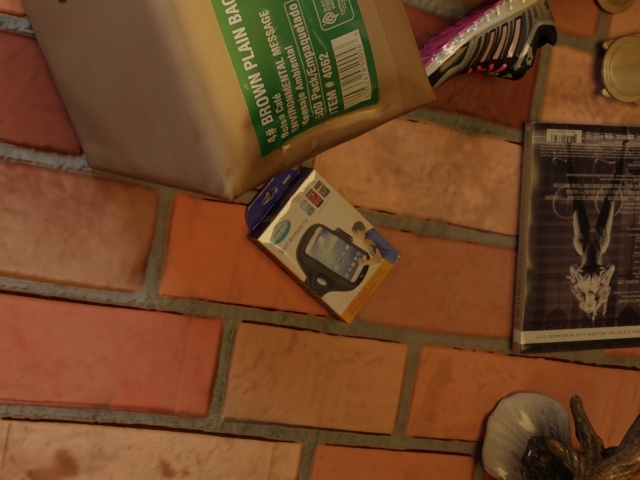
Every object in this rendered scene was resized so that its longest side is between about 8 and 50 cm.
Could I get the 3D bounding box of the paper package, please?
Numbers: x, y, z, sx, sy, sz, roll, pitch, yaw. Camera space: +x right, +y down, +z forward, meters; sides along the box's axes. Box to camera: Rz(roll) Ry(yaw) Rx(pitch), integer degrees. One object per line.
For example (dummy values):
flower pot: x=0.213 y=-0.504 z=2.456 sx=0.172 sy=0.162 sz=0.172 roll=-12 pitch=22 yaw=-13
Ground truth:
paper package: x=-0.106 y=-0.214 z=0.881 sx=0.168 sy=0.309 sz=0.325 roll=-27 pitch=109 yaw=-21

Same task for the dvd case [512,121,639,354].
dvd case: x=0.262 y=-0.002 z=1.256 sx=0.164 sy=0.018 sz=0.221 roll=-1 pitch=96 yaw=-28

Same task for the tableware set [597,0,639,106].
tableware set: x=0.323 y=-0.216 z=1.259 sx=0.141 sy=0.020 sz=0.169 roll=-12 pitch=100 yaw=-26

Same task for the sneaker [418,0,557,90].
sneaker: x=0.151 y=-0.167 z=1.153 sx=0.170 sy=0.063 sz=0.075 roll=-38 pitch=105 yaw=-23

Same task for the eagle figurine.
eagle figurine: x=0.261 y=0.306 z=1.227 sx=0.226 sy=0.225 sz=0.298 roll=5 pitch=133 yaw=11

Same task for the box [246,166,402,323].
box: x=0.000 y=0.000 z=1.119 sx=0.136 sy=0.028 sz=0.081 roll=43 pitch=77 yaw=-26
